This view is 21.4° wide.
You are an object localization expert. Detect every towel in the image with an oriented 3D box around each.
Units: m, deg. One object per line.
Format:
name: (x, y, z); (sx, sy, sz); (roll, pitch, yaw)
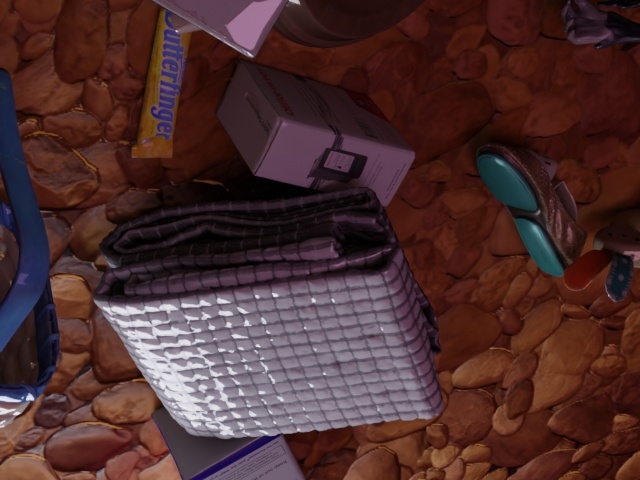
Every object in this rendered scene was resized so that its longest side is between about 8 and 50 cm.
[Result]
towel: (-0.038, 0.065, 1.575); (0.283, 0.121, 0.235); (-8, 137, 15)

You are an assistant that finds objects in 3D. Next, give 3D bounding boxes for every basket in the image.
basket: (-0.306, 0.032, 1.385); (0.201, 0.255, 0.289); (18, 125, -33)

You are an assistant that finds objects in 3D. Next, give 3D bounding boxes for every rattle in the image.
rattle: (0.343, -0.028, 1.747); (0.199, 0.130, 0.143); (-7, 135, -33)

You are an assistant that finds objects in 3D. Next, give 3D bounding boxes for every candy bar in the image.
candy bar: (-0.137, -0.143, 1.501); (0.040, 0.018, 0.161); (-2, 124, -26)

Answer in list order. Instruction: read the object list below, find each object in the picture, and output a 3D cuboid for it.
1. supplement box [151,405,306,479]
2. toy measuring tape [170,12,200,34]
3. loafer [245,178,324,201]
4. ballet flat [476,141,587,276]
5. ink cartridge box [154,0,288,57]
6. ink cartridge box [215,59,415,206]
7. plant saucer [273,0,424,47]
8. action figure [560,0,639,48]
supplement box: (-0.073, 0.253, 1.756); (0.114, 0.111, 0.220); (-30, 131, -5)
toy measuring tape: (-0.158, -0.275, 1.319); (0.121, 0.121, 0.330); (-27, 128, -7)
loafer: (0.000, 0.000, 1.646); (0.078, 0.076, 0.223); (-4, 148, 25)
ballet flat: (0.219, -0.048, 1.731); (0.067, 0.073, 0.206); (-54, 138, -20)
ink cartridge box: (-0.024, -0.290, 1.192); (0.131, 0.226, 0.306); (30, 94, -7)
ink cartridge box: (-0.007, -0.097, 1.539); (0.150, 0.109, 0.063); (12, 118, -33)
plant saucer: (0.049, -0.285, 1.414); (0.278, 0.041, 0.278); (-33, 139, -34)
action figure: (0.301, -0.255, 1.566); (0.275, 0.141, 0.164); (6, 96, -73)
